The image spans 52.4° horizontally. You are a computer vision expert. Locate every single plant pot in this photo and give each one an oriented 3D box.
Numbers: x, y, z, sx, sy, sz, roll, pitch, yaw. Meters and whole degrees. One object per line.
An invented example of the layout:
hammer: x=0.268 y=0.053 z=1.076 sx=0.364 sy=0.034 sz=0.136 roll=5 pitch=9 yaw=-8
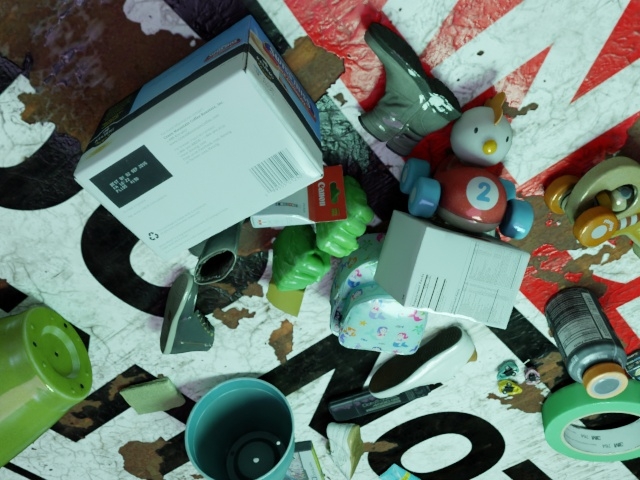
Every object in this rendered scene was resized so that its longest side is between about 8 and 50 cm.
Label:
plant pot: x=-0.187 y=0.533 z=1.689 sx=0.271 sy=0.272 sz=0.255 roll=-5 pitch=144 yaw=2
plant pot: x=-0.075 y=0.108 z=1.457 sx=0.083 sy=0.081 sz=0.081 roll=17 pitch=127 yaw=0
plant pot: x=-0.728 y=0.330 z=1.464 sx=0.353 sy=0.366 sz=0.366 roll=-28 pitch=125 yaw=5

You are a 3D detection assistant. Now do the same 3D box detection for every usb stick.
usb stick: x=0.154 y=0.418 z=1.730 sx=0.278 sy=0.045 sz=0.077 roll=-20 pitch=120 yaw=14

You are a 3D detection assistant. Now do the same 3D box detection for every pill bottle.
pill bottle: x=0.604 y=0.234 z=1.471 sx=0.130 sy=0.246 sz=0.130 roll=-1 pitch=129 yaw=-1

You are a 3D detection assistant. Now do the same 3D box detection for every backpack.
backpack: x=0.138 y=0.115 z=1.408 sx=0.225 sy=0.191 sz=0.254 roll=9 pitch=123 yaw=-8

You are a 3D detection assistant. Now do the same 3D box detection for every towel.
towel: x=-0.442 y=0.410 z=1.714 sx=0.148 sy=0.027 sz=0.110 roll=-15 pitch=126 yaw=11

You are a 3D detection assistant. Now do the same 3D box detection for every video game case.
video game case: x=-0.133 y=0.701 z=1.951 sx=0.274 sy=0.035 sz=0.248 roll=-10 pitch=128 yaw=6

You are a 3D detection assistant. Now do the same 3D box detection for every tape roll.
tape roll: x=0.767 y=0.489 z=1.754 sx=0.321 sy=0.077 sz=0.321 roll=4 pitch=135 yaw=4

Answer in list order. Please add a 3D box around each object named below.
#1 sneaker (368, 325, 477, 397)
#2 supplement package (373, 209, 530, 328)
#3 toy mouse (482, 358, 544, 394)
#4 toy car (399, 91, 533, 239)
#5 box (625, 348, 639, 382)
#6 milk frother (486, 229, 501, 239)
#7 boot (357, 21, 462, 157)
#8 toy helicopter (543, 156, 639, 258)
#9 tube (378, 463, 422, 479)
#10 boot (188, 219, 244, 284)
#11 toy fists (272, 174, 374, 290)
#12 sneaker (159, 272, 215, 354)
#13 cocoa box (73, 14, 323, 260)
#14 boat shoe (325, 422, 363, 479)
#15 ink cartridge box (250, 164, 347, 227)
sneaker: x=0.261 y=0.333 z=1.626 sx=0.290 sy=0.106 sz=0.123 roll=-32 pitch=120 yaw=20
supplement package: x=0.235 y=0.049 z=1.212 sx=0.203 sy=0.194 sz=0.149 roll=13 pitch=99 yaw=-14
toy mouse: x=0.515 y=0.346 z=1.693 sx=0.161 sy=0.031 sz=0.143 roll=3 pitch=129 yaw=-5
toy car: x=0.290 y=-0.154 z=1.195 sx=0.219 sy=0.210 sz=0.238 roll=12 pitch=115 yaw=-7
box: x=0.914 y=0.311 z=1.667 sx=0.220 sy=0.051 sz=0.175 roll=-37 pitch=121 yaw=24
milk frother: x=0.308 y=0.029 z=1.401 sx=0.143 sy=0.129 sz=0.135 roll=6 pitch=95 yaw=29
boot: x=0.125 y=-0.257 z=1.174 sx=0.161 sy=0.083 sz=0.246 roll=-34 pitch=121 yaw=30
toy helicopter: x=0.647 y=-0.061 z=1.340 sx=0.355 sy=0.140 sz=0.235 roll=32 pitch=113 yaw=-37
tube: x=0.280 y=0.749 z=2.001 sx=0.207 sy=0.052 sz=0.080 roll=33 pitch=111 yaw=-18
boot: x=-0.217 y=0.022 z=1.296 sx=0.076 sy=0.208 sz=0.189 roll=32 pitch=121 yaw=-23
toy fists: x=0.000 y=0.000 z=1.330 sx=0.096 sy=0.142 sz=0.279 roll=34 pitch=121 yaw=-25
sneaker: x=-0.293 y=0.168 z=1.508 sx=0.118 sy=0.083 sz=0.222 roll=4 pitch=124 yaw=-30
cocoa box: x=-0.198 y=-0.174 z=1.129 sx=0.347 sy=0.228 sz=0.231 roll=-27 pitch=125 yaw=18
boat shoe: x=0.062 y=0.584 z=1.837 sx=0.096 sy=0.098 sz=0.277 roll=15 pitch=140 yaw=18
ink cartridge box: x=-0.044 y=-0.097 z=1.247 sx=0.179 sy=0.145 sz=0.045 roll=-6 pitch=144 yaw=3
